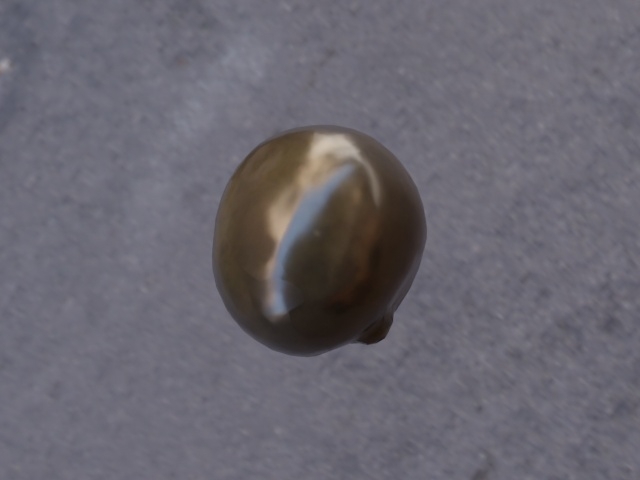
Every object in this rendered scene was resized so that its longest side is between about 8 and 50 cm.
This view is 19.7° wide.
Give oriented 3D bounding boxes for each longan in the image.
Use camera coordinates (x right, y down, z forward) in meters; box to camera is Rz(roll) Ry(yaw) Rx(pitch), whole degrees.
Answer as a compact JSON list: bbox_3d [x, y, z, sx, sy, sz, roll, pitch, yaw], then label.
[{"bbox_3d":[0.000,0.000,1.413,0.189,0.189,0.189,-12,63,26],"label":"longan"}]
